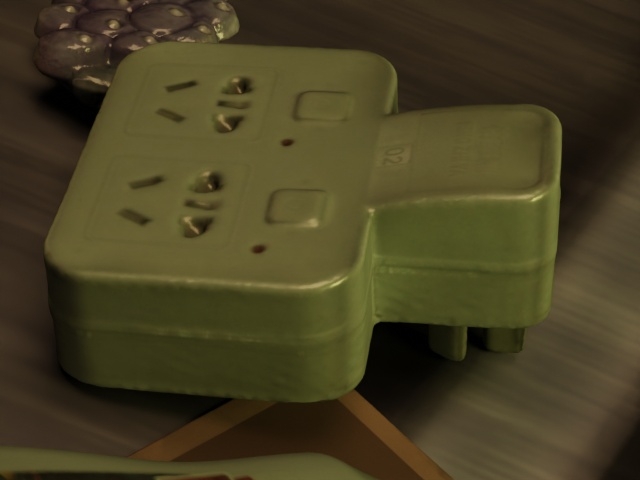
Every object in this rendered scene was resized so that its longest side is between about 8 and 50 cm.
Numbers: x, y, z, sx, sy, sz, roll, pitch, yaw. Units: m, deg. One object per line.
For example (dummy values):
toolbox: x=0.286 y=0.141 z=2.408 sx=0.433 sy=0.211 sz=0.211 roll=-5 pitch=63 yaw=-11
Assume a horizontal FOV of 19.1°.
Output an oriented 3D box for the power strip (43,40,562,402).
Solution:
power strip: x=0.000 y=0.000 z=1.054 sx=0.261 sy=0.141 sz=0.229 roll=3 pitch=39 yaw=7

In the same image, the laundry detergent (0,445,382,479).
laundry detergent: x=-0.059 y=0.189 z=0.805 sx=0.398 sy=0.124 sz=0.264 roll=-7 pitch=45 yaw=-25

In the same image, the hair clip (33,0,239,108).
hair clip: x=-0.114 y=-0.135 z=1.215 sx=0.124 sy=0.052 sz=0.195 roll=11 pitch=34 yaw=3

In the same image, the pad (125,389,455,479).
pad: x=0.024 y=0.171 z=0.940 sx=0.176 sy=0.002 sz=0.266 roll=-26 pitch=55 yaw=-37
